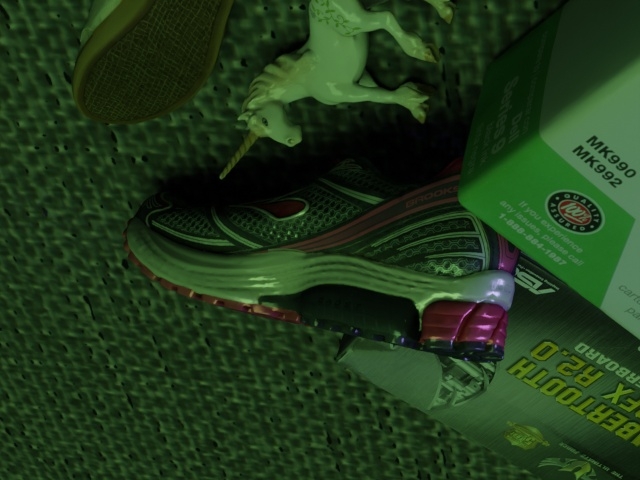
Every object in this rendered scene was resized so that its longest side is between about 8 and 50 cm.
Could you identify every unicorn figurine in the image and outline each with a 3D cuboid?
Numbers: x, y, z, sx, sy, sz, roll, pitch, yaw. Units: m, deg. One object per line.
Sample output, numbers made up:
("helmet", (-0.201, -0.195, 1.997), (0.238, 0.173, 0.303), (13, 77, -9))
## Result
("unicorn figurine", (0.013, -0.103, 0.788), (0.111, 0.060, 0.162), (16, 122, 5))

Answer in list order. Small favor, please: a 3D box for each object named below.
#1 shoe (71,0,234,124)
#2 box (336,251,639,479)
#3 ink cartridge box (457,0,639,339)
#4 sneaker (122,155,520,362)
("shoe", (-0.088, -0.141, 0.787), (0.076, 0.058, 0.219), (13, 146, -23))
("box", (0.154, 0.076, 0.917), (0.231, 0.056, 0.183), (31, 136, -12))
("ink cartridge box", (0.244, -0.069, 0.680), (0.211, 0.122, 0.289), (35, 136, -16))
("sneaker", (0.000, 0.000, 0.851), (0.299, 0.112, 0.121), (8, 174, 39))
